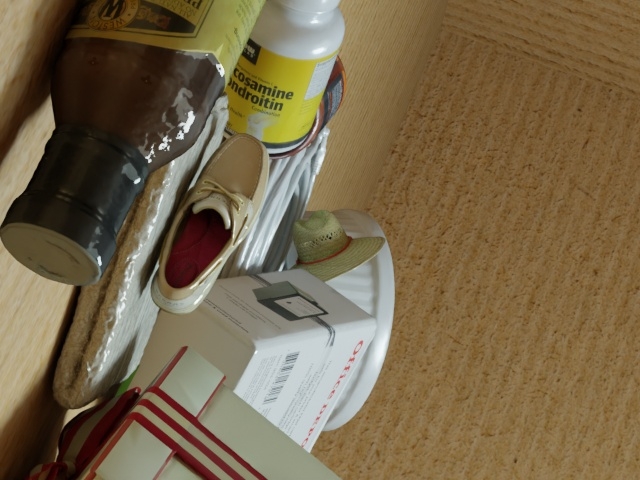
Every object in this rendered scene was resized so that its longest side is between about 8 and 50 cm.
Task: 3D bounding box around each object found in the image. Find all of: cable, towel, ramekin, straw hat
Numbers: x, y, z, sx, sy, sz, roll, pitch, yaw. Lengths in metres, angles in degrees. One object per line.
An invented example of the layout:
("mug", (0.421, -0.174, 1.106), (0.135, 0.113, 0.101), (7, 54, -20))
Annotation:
("cable", (-0.083, -0.012, 2.113), (0.257, 0.089, 0.257), (-49, 159, -74))
("towel", (-0.153, 0.000, 1.645), (0.187, 0.049, 0.282), (-31, 142, -80))
("ramekin", (-0.030, 0.086, 2.320), (0.273, 0.127, 0.273), (-35, -130, 54))
("straw hat", (0.000, 0.000, 2.137), (0.061, 0.144, 0.144), (65, 18, -12))

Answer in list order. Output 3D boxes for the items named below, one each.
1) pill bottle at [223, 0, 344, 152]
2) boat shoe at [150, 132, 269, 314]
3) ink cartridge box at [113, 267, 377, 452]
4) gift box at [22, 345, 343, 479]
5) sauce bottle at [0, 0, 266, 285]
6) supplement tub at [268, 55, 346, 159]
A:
("pill bottle", (-0.037, -0.178, 1.801), (0.103, 0.103, 0.184), (-64, 176, -48))
("boat shoe", (-0.088, -0.018, 1.619), (0.059, 0.063, 0.170), (113, 1, -73))
("ink cartridge box", (-0.082, 0.145, 1.968), (0.198, 0.115, 0.273), (-61, 158, 16))
("gift box", (-0.150, 0.280, 1.634), (0.276, 0.258, 0.255), (-48, -177, 23))
("sauce bottle", (-0.105, -0.130, 1.266), (0.111, 0.111, 0.344), (101, 9, -62))
("supplement tub", (-0.032, -0.154, 1.996), (0.198, 0.106, 0.106), (-54, 163, -70))
